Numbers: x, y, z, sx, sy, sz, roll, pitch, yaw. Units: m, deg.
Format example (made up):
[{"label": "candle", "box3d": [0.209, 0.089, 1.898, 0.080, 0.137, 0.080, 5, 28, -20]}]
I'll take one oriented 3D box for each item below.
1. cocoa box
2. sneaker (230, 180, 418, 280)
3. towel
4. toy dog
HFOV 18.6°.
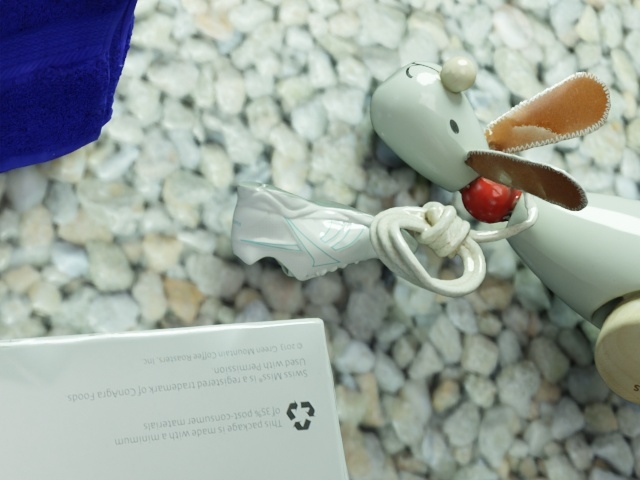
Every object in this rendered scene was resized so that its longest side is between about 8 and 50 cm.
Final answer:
[{"label": "cocoa box", "box3d": [-0.179, 0.184, 1.170, 0.347, 0.228, 0.231, -4, 80, -27]}, {"label": "sneaker", "box3d": [0.000, 0.000, 1.424, 0.152, 0.053, 0.061, 13, 94, -27]}, {"label": "towel", "box3d": [-0.198, -0.145, 1.217, 0.227, 0.308, 0.076, -23, 64, -30]}, {"label": "toy dog", "box3d": [0.205, -0.029, 1.449, 0.333, 0.161, 0.220, 28, 35, -21]}]
